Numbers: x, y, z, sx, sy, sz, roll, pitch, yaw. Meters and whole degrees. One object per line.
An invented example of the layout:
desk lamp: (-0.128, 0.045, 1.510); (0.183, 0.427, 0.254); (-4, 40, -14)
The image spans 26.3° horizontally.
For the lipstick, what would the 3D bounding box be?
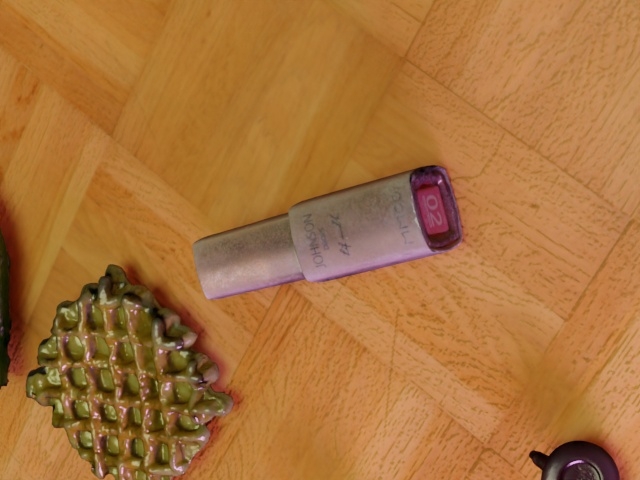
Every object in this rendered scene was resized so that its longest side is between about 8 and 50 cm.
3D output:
lipstick: (0.000, 0.000, 1.248); (0.253, 0.077, 0.078); (-16, 89, 33)

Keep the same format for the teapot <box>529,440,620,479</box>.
teapot: (0.223, 0.205, 1.163); (0.100, 0.045, 0.067); (28, 91, 8)

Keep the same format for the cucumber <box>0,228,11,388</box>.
cucumber: (-0.397, 0.043, 1.489); (0.134, 0.134, 0.244); (9, 98, 31)

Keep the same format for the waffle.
waffle: (-0.198, 0.144, 1.413); (0.223, 0.054, 0.204); (46, 118, 16)
